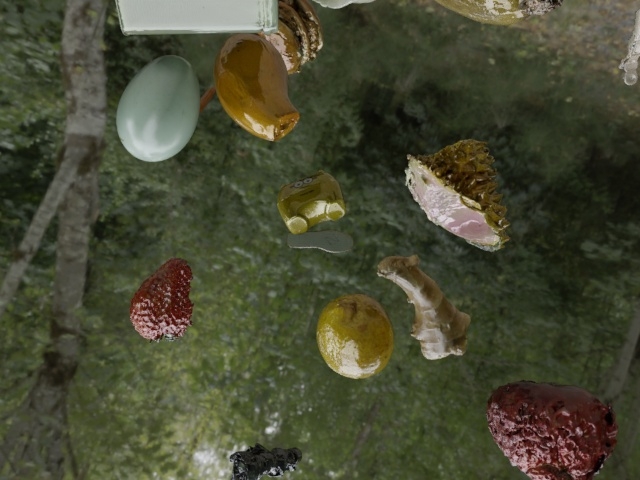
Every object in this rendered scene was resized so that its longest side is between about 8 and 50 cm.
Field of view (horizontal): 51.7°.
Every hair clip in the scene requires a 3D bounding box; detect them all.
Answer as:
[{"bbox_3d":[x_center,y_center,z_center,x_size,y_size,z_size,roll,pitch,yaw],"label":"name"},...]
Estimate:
[{"bbox_3d":[0.757,-0.462,1.583,0.034,0.072,0.226,-7,155,9],"label":"hair clip"}]

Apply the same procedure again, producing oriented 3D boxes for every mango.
[{"bbox_3d":[-0.166,-0.385,1.635,0.187,0.359,0.144,-7,145,-13],"label":"mango"}]

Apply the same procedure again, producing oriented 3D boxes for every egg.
[{"bbox_3d":[-0.379,-0.311,1.563,0.183,0.264,0.183,24,-159,-10],"label":"egg"}]

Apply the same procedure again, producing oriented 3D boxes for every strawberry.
[{"bbox_3d":[-0.422,0.165,1.702,0.175,0.235,0.107,4,-164,21],"label":"strawberry"},{"bbox_3d":[0.502,0.426,1.433,0.274,0.220,0.274,7,151,4],"label":"strawberry"}]

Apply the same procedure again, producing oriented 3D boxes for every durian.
[{"bbox_3d":[0.311,-0.068,1.358,0.195,0.186,0.305,55,174,36],"label":"durian"}]

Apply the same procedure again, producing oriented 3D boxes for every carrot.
[{"bbox_3d":[-0.358,-0.376,1.900,0.037,0.190,0.037,33,158,15],"label":"carrot"}]

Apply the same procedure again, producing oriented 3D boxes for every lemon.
[{"bbox_3d":[0.077,0.209,1.449,0.170,0.207,0.170,-5,-144,3],"label":"lemon"}]

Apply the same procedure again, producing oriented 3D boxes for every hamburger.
[{"bbox_3d":[-0.126,-0.641,2.082,0.245,0.211,0.261,49,149,-12],"label":"hamburger"}]

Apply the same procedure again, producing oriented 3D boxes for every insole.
[{"bbox_3d":[0.000,0.000,1.835,0.189,0.064,0.004,2,177,-3],"label":"insole"}]

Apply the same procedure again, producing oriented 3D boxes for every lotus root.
[{"bbox_3d":[0.329,-0.523,1.328,0.343,0.151,0.169,40,171,31],"label":"lotus root"}]

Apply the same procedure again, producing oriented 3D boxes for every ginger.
[{"bbox_3d":[0.217,0.141,1.416,0.294,0.131,0.086,48,-168,-20],"label":"ginger"}]

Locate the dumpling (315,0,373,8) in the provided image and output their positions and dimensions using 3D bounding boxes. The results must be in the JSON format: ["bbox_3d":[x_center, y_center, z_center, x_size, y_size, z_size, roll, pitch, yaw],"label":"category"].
[{"bbox_3d":[0.057,-0.480,1.197,0.216,0.166,0.126,21,150,22],"label":"dumpling"}]

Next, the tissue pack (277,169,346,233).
[{"bbox_3d":[-0.027,-0.108,1.810,0.178,0.127,0.123,-21,149,2],"label":"tissue pack"}]

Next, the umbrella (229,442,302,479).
[{"bbox_3d":[-0.116,0.467,1.397,0.072,0.080,0.224,-1,173,31],"label":"umbrella"}]

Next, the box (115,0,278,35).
[{"bbox_3d":[-0.267,-0.591,1.514,0.344,0.177,0.351,-4,-146,-2],"label":"box"}]
